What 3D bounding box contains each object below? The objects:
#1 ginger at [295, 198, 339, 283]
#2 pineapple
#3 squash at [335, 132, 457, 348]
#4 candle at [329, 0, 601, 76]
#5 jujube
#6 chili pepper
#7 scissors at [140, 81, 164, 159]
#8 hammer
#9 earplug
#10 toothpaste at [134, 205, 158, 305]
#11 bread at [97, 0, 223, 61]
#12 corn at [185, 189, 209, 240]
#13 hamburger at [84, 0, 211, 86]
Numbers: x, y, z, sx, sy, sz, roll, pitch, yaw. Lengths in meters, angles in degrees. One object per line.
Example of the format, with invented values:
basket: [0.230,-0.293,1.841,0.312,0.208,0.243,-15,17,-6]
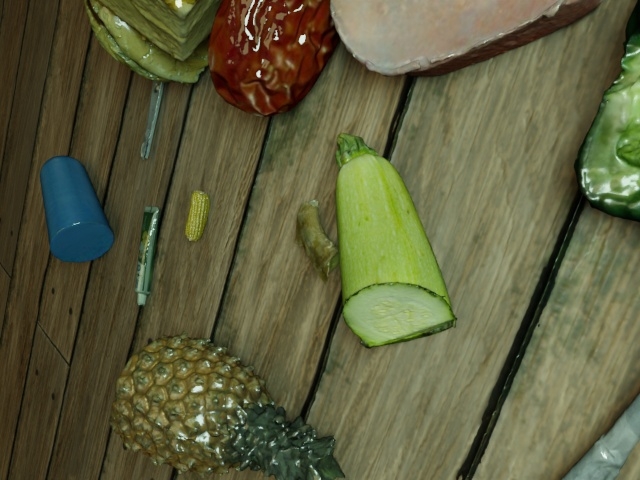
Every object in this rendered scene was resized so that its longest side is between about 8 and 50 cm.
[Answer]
ginger: [-0.003,0.004,0.765,0.057,0.044,0.137,105,146,-51]
pineapple: [-0.134,0.269,0.776,0.362,0.202,0.202,15,98,35]
squash: [0.068,-0.023,0.645,0.137,0.137,0.287,-23,70,39]
candle: [0.170,-0.319,0.571,0.287,0.131,0.317,38,122,30]
jujube: [-0.058,-0.300,0.740,0.174,0.174,0.250,44,117,35]
chili pepper: [0.305,-0.138,0.429,0.148,0.116,0.265,11,120,18]
scissors: [-0.328,-0.340,1.080,0.191,0.029,0.360,20,98,39]
hammer: [0.282,0.176,0.475,0.152,0.044,0.427,25,113,12]
earplug: [-0.584,-0.092,1.246,0.132,0.132,0.273,-50,54,28]
toothpaste: [-0.357,0.031,1.091,0.049,0.031,0.204,6,90,41]
bread: [-0.231,-0.460,0.757,0.279,0.279,0.207,-59,10,-9]
corn: [-0.224,-0.045,0.970,0.037,0.037,0.092,26,104,40]
hamburger: [-0.324,-0.425,0.937,0.132,0.211,0.309,-29,73,37]
